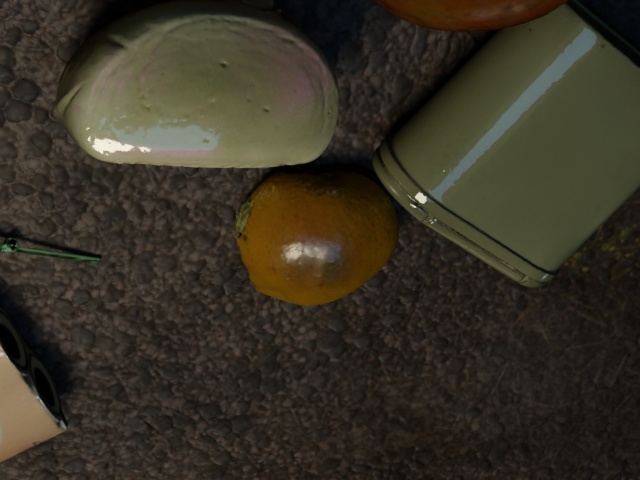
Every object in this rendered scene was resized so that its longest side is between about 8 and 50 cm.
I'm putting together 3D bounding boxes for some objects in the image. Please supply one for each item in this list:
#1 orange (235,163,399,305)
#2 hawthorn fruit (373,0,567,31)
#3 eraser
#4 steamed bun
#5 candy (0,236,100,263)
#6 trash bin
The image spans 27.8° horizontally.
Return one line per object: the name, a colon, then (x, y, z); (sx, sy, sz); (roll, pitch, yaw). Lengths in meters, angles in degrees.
orange: (0.000, 0.000, 1.303); (0.160, 0.112, 0.170); (37, 96, -32)
hawthorn fruit: (0.121, -0.288, 1.016); (0.268, 0.301, 0.267); (-4, 124, -5)
eraser: (-0.425, 0.188, 1.318); (0.290, 0.087, 0.171); (-25, 125, 2)
steamed bun: (-0.110, -0.146, 1.139); (0.239, 0.170, 0.152); (2, 100, -20)
candy: (-0.302, 0.007, 1.265); (0.185, 0.049, 0.055); (8, 152, -30)
trash bin: (0.218, -0.098, 1.274); (0.243, 0.121, 0.247); (32, 115, -31)
